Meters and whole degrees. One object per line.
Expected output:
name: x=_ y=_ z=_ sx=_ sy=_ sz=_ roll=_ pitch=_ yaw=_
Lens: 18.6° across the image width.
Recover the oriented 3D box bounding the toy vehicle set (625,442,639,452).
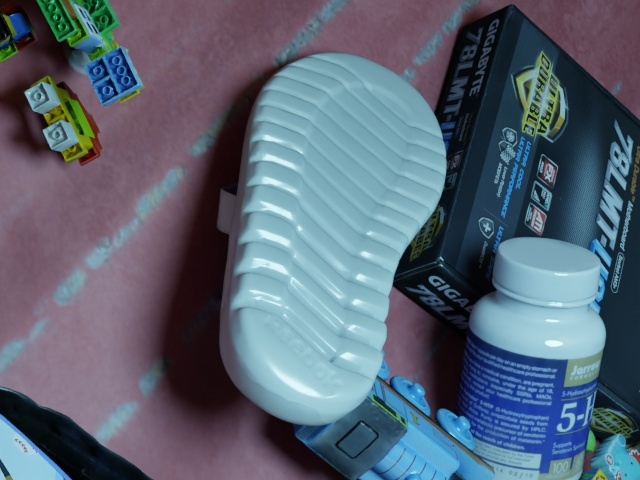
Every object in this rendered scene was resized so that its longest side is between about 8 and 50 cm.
toy vehicle set: x=0.347 y=0.136 z=1.739 sx=0.035 sy=0.166 sz=0.267 roll=42 pitch=49 yaw=-25

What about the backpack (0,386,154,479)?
backpack: x=-0.212 y=0.221 z=1.129 sx=0.263 sy=0.276 sz=0.213 roll=50 pitch=44 yaw=1

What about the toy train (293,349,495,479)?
toy train: x=0.054 y=0.153 z=1.496 sx=0.184 sy=0.080 sz=0.105 roll=41 pitch=18 yaw=-21

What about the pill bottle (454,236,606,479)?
pill bottle: x=0.170 y=0.098 z=1.568 sx=0.112 sy=0.112 sz=0.187 roll=-14 pitch=118 yaw=-46

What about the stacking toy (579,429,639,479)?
stacking toy: x=0.233 y=0.210 z=1.601 sx=0.052 sy=0.167 sz=0.221 roll=54 pitch=45 yaw=-13

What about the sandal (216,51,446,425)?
sandal: x=-0.013 y=-0.009 z=1.506 sx=0.169 sy=0.102 sz=0.416 roll=34 pitch=37 yaw=-11

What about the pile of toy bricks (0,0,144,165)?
pile of toy bricks: x=-0.180 y=-0.168 z=1.419 sx=0.212 sy=0.118 sz=0.105 roll=64 pitch=11 yaw=9

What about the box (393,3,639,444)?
box: x=0.214 y=-0.011 z=1.742 sx=0.293 sy=0.073 sz=0.295 roll=37 pitch=52 yaw=-26
